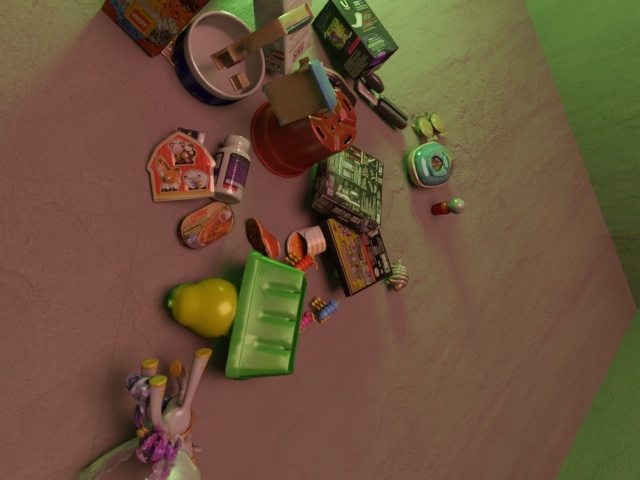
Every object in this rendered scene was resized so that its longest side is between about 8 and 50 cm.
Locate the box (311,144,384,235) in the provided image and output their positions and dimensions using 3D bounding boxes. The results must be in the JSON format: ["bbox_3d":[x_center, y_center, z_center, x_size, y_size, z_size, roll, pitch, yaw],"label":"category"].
[{"bbox_3d":[0.103,-0.197,1.937,0.243,0.076,0.307,25,50,-24],"label":"box"}]

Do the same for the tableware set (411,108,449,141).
[{"bbox_3d":[0.473,-0.491,2.398,0.194,0.039,0.128,-27,90,-45],"label":"tableware set"}]

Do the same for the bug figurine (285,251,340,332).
[{"bbox_3d":[-0.049,0.185,1.821,0.216,0.072,0.279,-41,115,-28],"label":"bug figurine"}]

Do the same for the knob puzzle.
[{"bbox_3d":[-0.395,-0.213,1.569,0.213,0.030,0.213,0,90,-9],"label":"knob puzzle"}]

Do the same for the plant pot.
[{"bbox_3d":[-0.040,-0.360,1.796,0.273,0.265,0.272,6,81,-40],"label":"plant pot"}]

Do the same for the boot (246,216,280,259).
[{"bbox_3d":[-0.181,-0.007,1.774,0.085,0.059,0.157,-34,106,-52],"label":"boot"}]

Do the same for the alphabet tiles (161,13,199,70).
[{"bbox_3d":[-0.365,-0.587,1.719,0.198,0.009,0.237,47,58,-25],"label":"alphabet tiles"}]

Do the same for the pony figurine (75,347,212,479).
[{"bbox_3d":[-0.398,0.483,1.379,0.351,0.303,0.363,-25,122,-64],"label":"pony figurine"}]

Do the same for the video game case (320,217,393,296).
[{"bbox_3d":[0.134,0.029,1.952,0.248,0.035,0.274,-22,96,-44],"label":"video game case"}]

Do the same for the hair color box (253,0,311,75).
[{"bbox_3d":[-0.116,-0.731,1.732,0.114,0.374,0.185,24,60,13],"label":"hair color box"}]

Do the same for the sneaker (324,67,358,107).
[{"bbox_3d":[0.046,-0.527,2.010,0.222,0.083,0.118,30,66,-35],"label":"sneaker"}]

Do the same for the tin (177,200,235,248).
[{"bbox_3d":[-0.340,-0.046,1.650,0.190,0.040,0.106,-34,110,-38],"label":"tin"}]

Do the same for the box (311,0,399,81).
[{"bbox_3d":[0.127,-0.750,2.027,0.165,0.143,0.270,-35,90,-38],"label":"box"}]

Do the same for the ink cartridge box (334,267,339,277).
[{"bbox_3d":[0.119,0.055,2.007,0.104,0.062,0.181,25,68,-36],"label":"ink cartridge box"}]

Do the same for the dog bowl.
[{"bbox_3d":[-0.305,-0.551,1.691,0.265,0.104,0.264,6,81,-39],"label":"dog bowl"}]

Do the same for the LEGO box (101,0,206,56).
[{"bbox_3d":[-0.326,-0.799,1.538,0.193,0.373,0.500,43,58,-23],"label":"LEGO box"}]

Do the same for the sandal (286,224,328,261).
[{"bbox_3d":[-0.003,-0.010,1.903,0.265,0.076,0.101,-24,100,-39],"label":"sandal"}]

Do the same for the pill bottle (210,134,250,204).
[{"bbox_3d":[-0.273,-0.216,1.682,0.108,0.108,0.193,23,70,-36],"label":"pill bottle"}]

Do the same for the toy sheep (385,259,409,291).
[{"bbox_3d":[0.300,0.135,2.138,0.091,0.091,0.132,26,63,-35],"label":"toy sheep"}]

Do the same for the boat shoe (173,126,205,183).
[{"bbox_3d":[-0.398,-0.236,1.617,0.083,0.065,0.183,13,86,-14],"label":"boat shoe"}]

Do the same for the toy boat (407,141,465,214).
[{"bbox_3d":[0.501,-0.258,2.317,0.268,0.148,0.318,-25,100,-40],"label":"toy boat"}]

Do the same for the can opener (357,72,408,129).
[{"bbox_3d":[0.251,-0.545,2.182,0.280,0.093,0.074,36,50,-30],"label":"can opener"}]

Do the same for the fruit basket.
[{"bbox_3d":[-0.242,0.215,1.604,0.393,0.283,0.391,-1,75,2],"label":"fruit basket"}]

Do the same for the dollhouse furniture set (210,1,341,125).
[{"bbox_3d":[-0.098,-0.484,1.627,0.303,0.287,0.198,62,37,-20],"label":"dollhouse furniture set"}]
